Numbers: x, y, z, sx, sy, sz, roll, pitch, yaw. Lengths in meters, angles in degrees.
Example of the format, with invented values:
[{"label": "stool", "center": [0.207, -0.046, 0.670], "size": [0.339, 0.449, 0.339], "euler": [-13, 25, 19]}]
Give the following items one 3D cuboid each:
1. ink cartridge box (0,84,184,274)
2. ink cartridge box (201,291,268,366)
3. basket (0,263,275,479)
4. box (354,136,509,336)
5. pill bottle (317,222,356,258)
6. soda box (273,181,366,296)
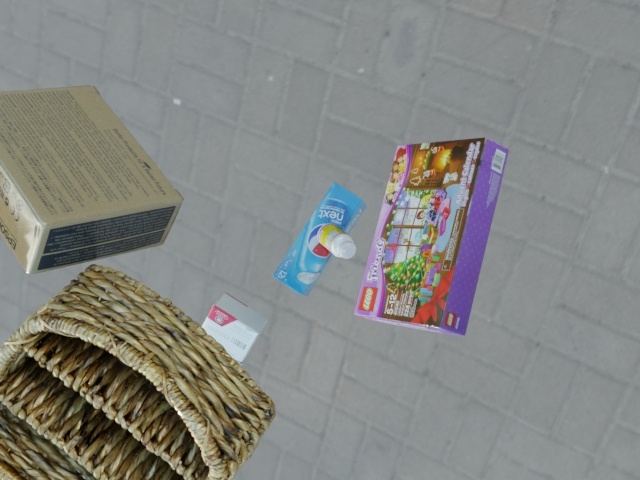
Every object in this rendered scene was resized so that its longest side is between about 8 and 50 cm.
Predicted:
[{"label": "ink cartridge box", "center": [-0.313, -0.083, 1.049], "size": [0.234, 0.193, 0.088], "euler": [49, 129, 26]}, {"label": "ink cartridge box", "center": [-0.190, 0.199, 1.761], "size": [0.109, 0.063, 0.150], "euler": [32, 120, 2]}, {"label": "basket", "center": [-0.231, 0.203, 0.988], "size": [0.299, 0.223, 0.213], "euler": [39, 140, 6]}, {"label": "box", "center": [0.168, -0.009, 1.335], "size": [0.201, 0.057, 0.293], "euler": [2, 75, 54]}, {"label": "pill bottle", "center": [0.030, 0.003, 1.522], "size": [0.083, 0.043, 0.043], "euler": [41, 133, 54]}, {"label": "soda box", "center": [0.000, 0.000, 1.611], "size": [0.067, 0.071, 0.210], "euler": [32, 88, 11]}]
